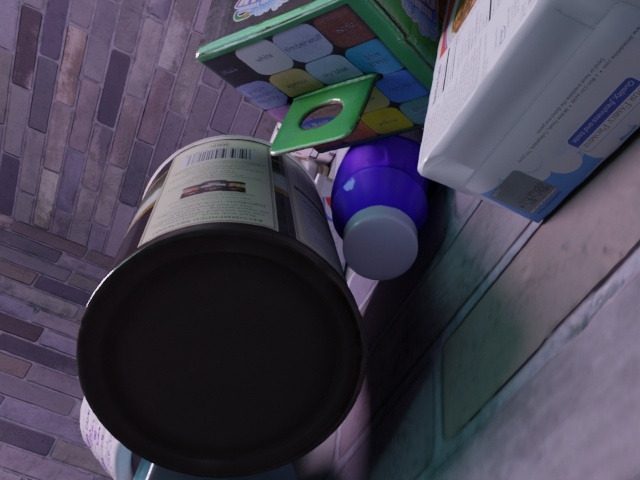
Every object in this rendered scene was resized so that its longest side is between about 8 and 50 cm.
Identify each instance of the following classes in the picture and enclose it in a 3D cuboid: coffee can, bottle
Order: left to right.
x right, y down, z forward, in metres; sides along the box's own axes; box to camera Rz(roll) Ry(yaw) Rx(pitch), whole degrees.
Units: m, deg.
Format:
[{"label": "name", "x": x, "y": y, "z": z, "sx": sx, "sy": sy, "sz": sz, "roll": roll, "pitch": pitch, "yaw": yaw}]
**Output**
[{"label": "coffee can", "x": -0.079, "y": 0.035, "z": 0.585, "sx": 0.275, "sy": 0.201, "sz": 0.202, "roll": -104, "pitch": 37, "yaw": -68}, {"label": "bottle", "x": 0.061, "y": -0.063, "z": 0.692, "sx": 0.283, "sy": 0.092, "sz": 0.118, "roll": -83, "pitch": 12, "yaw": -60}]

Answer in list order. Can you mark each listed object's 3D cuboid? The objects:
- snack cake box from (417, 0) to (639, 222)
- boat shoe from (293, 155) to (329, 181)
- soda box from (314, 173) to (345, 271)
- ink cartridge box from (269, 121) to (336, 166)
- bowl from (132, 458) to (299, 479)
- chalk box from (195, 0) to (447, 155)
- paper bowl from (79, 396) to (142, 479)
[{"label": "snack cake box", "x": 0.148, "y": -0.162, "z": 0.426, "sx": 0.152, "sy": 0.089, "sz": 0.264, "roll": 120, "pitch": 169, "yaw": -51}, {"label": "boat shoe", "x": -0.072, "y": -0.055, "z": 1.455, "sx": 0.113, "sy": 0.103, "sz": 0.302, "roll": 125, "pitch": 165, "yaw": -56}, {"label": "soda box", "x": 0.000, "y": 0.000, "z": 0.969, "sx": 0.216, "sy": 0.073, "sz": 0.069, "roll": -77, "pitch": 12, "yaw": -47}, {"label": "ink cartridge box", "x": -0.024, "y": -0.249, "z": 1.504, "sx": 0.203, "sy": 0.148, "sz": 0.086, "roll": 126, "pitch": 163, "yaw": -60}, {"label": "bowl", "x": -0.117, "y": 0.301, "z": 0.626, "sx": 0.311, "sy": 0.163, "sz": 0.312, "roll": -158, "pitch": 90, "yaw": -82}, {"label": "chalk box", "x": 0.026, "y": -0.199, "z": 0.587, "sx": 0.180, "sy": 0.179, "sz": 0.289, "roll": -6, "pitch": 65, "yaw": 39}, {"label": "paper bowl", "x": -0.180, "y": 0.185, "z": 0.880, "sx": 0.284, "sy": 0.148, "sz": 0.284, "roll": -33, "pitch": -36, "yaw": -29}]
